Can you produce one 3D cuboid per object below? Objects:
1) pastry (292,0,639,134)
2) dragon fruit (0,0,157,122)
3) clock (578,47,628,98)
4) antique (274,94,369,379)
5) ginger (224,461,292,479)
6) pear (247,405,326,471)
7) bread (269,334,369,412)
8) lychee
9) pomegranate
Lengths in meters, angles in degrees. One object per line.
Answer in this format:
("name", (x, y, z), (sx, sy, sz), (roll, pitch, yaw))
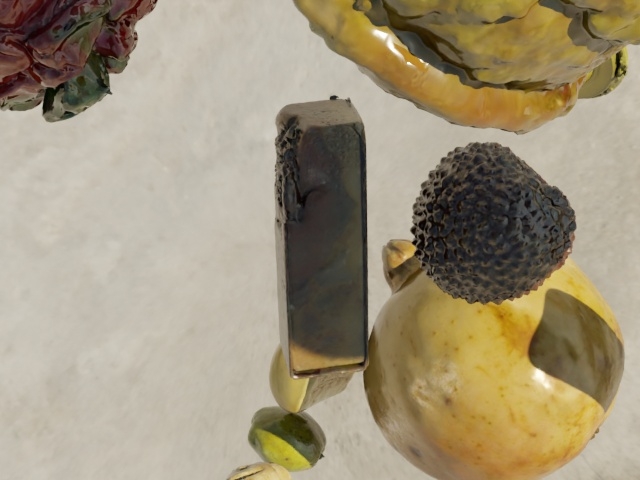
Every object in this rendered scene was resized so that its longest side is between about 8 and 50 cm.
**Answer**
("pastry", (0.057, -0.133, 0.360), (0.189, 0.103, 0.188), (21, 54, -33))
("dragon fruit", (-0.197, -0.187, 0.603), (0.192, 0.193, 0.274), (-30, 74, -41))
("clock", (0.375, -0.304, 1.697), (0.237, 0.237, 0.057), (37, 65, -1))
("antique", (0.000, 0.000, 1.174), (0.093, 0.087, 0.310), (-6, 118, -8))
("ginger", (-0.086, 0.283, 1.084), (0.089, 0.288, 0.075), (22, 97, 7))
("pear", (-0.053, 0.318, 1.699), (0.131, 0.107, 0.107), (21, 88, 3))
("bread", (-0.010, 0.185, 1.657), (0.098, 0.217, 0.147), (26, 100, 22))
("lychee", (0.186, -0.016, 1.193), (0.188, 0.188, 0.188), (0, 89, -2))
("pomegranate", (0.230, 0.155, 1.545), (0.410, 0.410, 0.410), (0, 89, -2))
